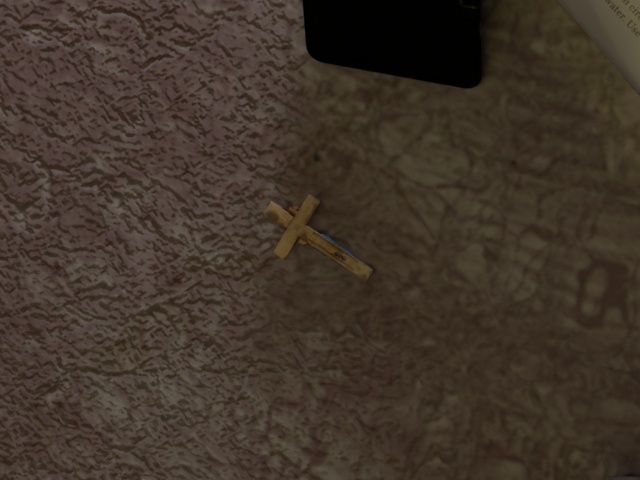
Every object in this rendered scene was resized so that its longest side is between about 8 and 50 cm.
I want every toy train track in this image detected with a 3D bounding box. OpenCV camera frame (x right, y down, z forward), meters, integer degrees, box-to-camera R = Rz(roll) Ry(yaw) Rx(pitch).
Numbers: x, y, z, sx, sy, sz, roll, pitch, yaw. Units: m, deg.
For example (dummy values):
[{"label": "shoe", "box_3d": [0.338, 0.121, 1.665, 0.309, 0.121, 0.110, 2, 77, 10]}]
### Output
[{"label": "toy train track", "box_3d": [0.000, 0.000, 1.206, 0.083, 0.014, 0.048, 34, 104, 7]}]

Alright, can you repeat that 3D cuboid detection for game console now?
[{"label": "game console", "box_3d": [0.053, -0.168, 1.151, 0.122, 0.071, 0.107, 12, 75, 19]}]

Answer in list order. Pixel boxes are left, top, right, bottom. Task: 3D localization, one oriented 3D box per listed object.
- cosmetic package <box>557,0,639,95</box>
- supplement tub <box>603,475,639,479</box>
[{"label": "cosmetic package", "box_3d": [0.266, -0.264, 0.965, 0.365, 0.155, 0.197, -42, 83, 23]}, {"label": "supplement tub", "box_3d": [0.203, 0.250, 1.100, 0.117, 0.117, 0.190, 15, 96, 19]}]
